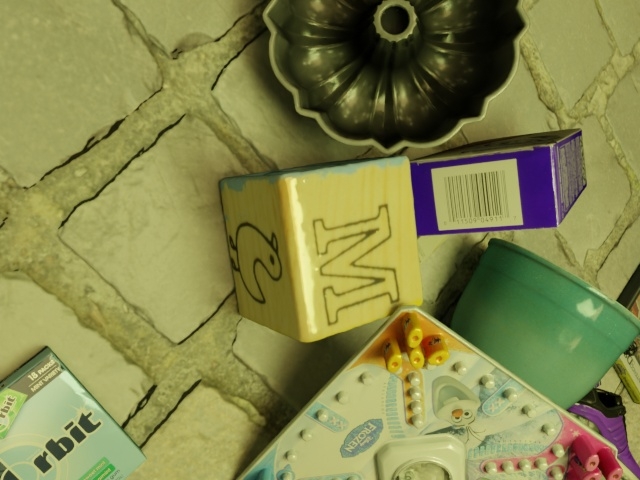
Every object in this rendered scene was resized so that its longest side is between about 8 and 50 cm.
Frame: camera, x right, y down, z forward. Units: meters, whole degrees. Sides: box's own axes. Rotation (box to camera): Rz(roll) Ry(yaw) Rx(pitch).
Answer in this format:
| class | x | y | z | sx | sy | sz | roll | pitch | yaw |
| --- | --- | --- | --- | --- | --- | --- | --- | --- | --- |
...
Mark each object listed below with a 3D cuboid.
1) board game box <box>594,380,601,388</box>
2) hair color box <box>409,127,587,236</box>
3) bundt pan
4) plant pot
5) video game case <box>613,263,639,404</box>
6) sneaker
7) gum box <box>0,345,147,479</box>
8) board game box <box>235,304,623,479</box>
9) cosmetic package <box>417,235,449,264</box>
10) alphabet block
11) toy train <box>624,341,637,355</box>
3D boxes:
| class | x | y | z | sx | sy | sz | roll | pitch | yaw |
| --- | --- | --- | --- | --- | --- | --- | --- | --- | --- |
| board game box | 0.512 | 0.228 | 1.206 | 0.136 | 0.035 | 0.201 | -18 | 104 | -29 |
| hair color box | 0.271 | -0.094 | 0.859 | 0.339 | 0.185 | 0.110 | -22 | 106 | -59 |
| bundt pan | 0.095 | -0.278 | 0.787 | 0.331 | 0.124 | 0.330 | 0 | 96 | 2 |
| plant pot | 0.327 | 0.174 | 0.966 | 0.272 | 0.272 | 0.255 | 33 | 91 | -30 |
| video game case | 0.756 | 0.199 | 1.357 | 0.275 | 0.035 | 0.248 | -48 | 116 | -19 |
| sneaker | 0.575 | 0.380 | 1.180 | 0.293 | 0.102 | 0.146 | 42 | 69 | -28 |
| gum box | -0.321 | 0.243 | 0.681 | 0.157 | 0.041 | 0.184 | -40 | 113 | -23 |
| board game box | 0.140 | 0.329 | 0.803 | 0.390 | 0.050 | 0.390 | 35 | 108 | -14 |
| cosmetic package | 0.169 | -0.011 | 0.956 | 0.115 | 0.060 | 0.041 | -41 | 115 | -21 |
| alphabet block | 0.000 | 0.000 | 0.776 | 0.194 | 0.192 | 0.197 | -12 | 100 | -29 |
| toy train | 0.612 | 0.175 | 1.240 | 0.036 | 0.027 | 0.158 | -41 | 93 | -23 |
